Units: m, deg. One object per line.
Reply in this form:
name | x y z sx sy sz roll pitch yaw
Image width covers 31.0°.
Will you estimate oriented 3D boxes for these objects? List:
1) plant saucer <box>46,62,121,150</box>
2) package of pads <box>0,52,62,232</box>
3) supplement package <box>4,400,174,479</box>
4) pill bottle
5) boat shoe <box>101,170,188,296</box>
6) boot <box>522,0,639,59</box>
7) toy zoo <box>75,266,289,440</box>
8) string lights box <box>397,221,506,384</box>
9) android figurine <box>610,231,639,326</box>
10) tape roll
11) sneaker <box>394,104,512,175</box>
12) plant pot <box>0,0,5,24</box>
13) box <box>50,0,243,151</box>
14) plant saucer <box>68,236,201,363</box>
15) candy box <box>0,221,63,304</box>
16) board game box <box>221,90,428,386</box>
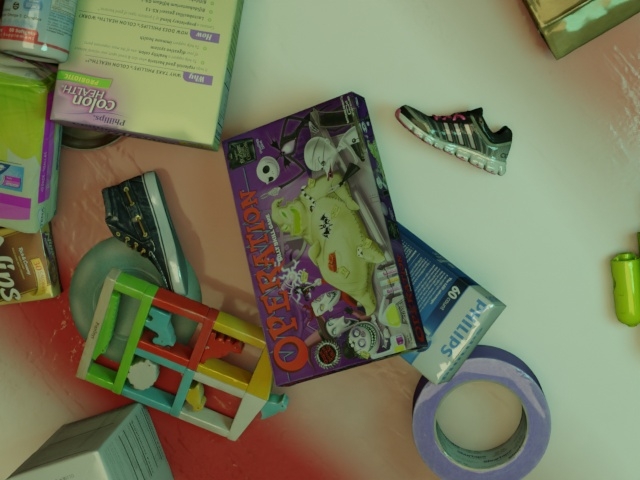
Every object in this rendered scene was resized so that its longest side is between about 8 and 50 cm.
plant saucer | -0.328 -0.210 1.606 0.169 0.029 0.168 1 99 4
package of pads | -0.500 -0.156 1.567 0.297 0.101 0.229 13 114 4
supplement package | -0.306 0.327 1.572 0.139 0.244 0.133 -19 96 8
pill bottle | -0.343 -0.305 1.426 0.087 0.087 0.160 9 90 4
boat shoe | -0.243 0.000 1.601 0.083 0.065 0.183 -18 79 1
boot | 0.420 -0.309 1.503 0.270 0.089 0.236 -27 85 8
toy zoo | -0.180 0.170 1.606 0.293 0.030 0.192 22 123 -1
string lights box | 0.101 0.060 1.543 0.260 0.077 0.133 39 101 18
android figurine | 0.522 0.064 1.559 0.248 0.056 0.272 -9 97 6
tape roll | 0.220 0.244 1.599 0.189 0.080 0.188 1 97 5
sneaker | 0.185 -0.153 1.555 0.170 0.063 0.074 24 100 -4
plant pot | -0.449 -0.354 1.523 0.188 0.205 0.205 9 99 19
box | -0.222 -0.255 1.523 0.214 0.117 0.242 9 90 -1
plant saucer | -0.268 0.088 1.640 0.195 0.037 0.194 1 99 6
candy box | -0.470 0.038 1.643 0.187 0.053 0.109 -9 97 5
board game box | 0.000 0.000 1.521 0.208 0.056 0.346 -20 76 27
